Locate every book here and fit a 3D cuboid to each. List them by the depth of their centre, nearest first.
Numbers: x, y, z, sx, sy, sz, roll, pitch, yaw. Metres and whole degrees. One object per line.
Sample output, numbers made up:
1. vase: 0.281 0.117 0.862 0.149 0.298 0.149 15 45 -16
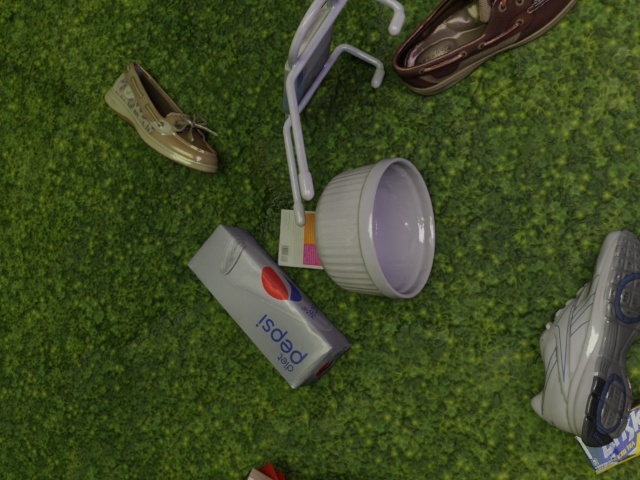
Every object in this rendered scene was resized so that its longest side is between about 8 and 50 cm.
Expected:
1. book: 0.000 0.000 1.189 0.144 0.035 0.096 5 91 24

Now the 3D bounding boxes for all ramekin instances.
1. ramekin: 0.079 -0.015 1.065 0.109 0.207 0.207 -4 84 32

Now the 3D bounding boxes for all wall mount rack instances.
1. wall mount rack: 0.002 -0.194 1.049 0.131 0.350 0.304 31 81 2

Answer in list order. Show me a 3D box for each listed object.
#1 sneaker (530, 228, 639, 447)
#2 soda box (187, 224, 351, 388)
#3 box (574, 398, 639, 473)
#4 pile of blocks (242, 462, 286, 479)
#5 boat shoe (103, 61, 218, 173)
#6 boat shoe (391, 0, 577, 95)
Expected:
1. sneaker: 0.362 0.121 0.979 0.129 0.111 0.296 4 70 57
2. soda box: -0.086 0.104 1.185 0.098 0.091 0.286 -48 70 13
3. box: 0.433 0.249 0.967 0.169 0.054 0.059 -33 74 17
4. pile of blocks: 0.028 0.439 1.119 0.363 0.148 0.112 16 50 15
5. boat shoe: -0.279 -0.219 1.287 0.285 0.105 0.089 39 104 22
6. boat shoe: 0.250 -0.344 1.054 0.342 0.123 0.123 -32 74 18
